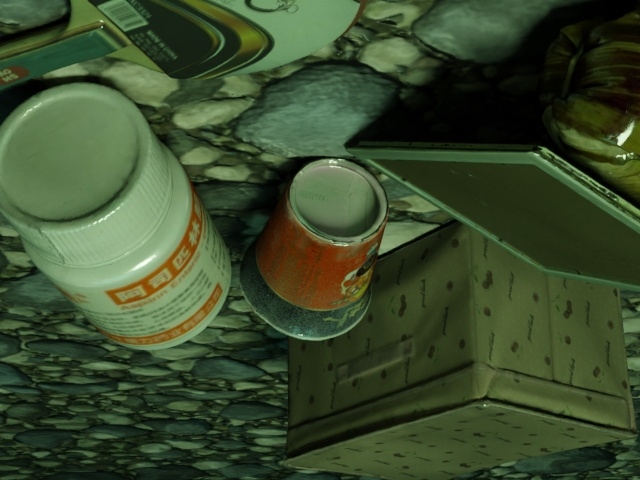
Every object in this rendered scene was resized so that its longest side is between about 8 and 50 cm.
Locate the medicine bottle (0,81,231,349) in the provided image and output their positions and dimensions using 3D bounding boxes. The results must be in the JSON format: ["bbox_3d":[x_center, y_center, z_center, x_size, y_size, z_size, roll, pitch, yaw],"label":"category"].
[{"bbox_3d":[-0.164,-0.013,0.977,0.144,0.145,0.252,-5,154,10],"label":"medicine bottle"}]

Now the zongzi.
[{"bbox_3d":[0.312,-0.046,0.831,0.288,0.134,0.286,15,169,37],"label":"zongzi"}]

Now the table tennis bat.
[{"bbox_3d":[-0.115,-0.151,0.814,0.301,0.022,0.173,-12,153,21],"label":"table tennis bat"}]

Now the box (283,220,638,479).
[{"bbox_3d":[0.134,0.127,1.242,0.225,0.190,0.297,17,152,-35],"label":"box"}]

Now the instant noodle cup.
[{"bbox_3d":[0.002,0.002,1.052,0.127,0.127,0.136,5,146,-12],"label":"instant noodle cup"}]

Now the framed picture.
[{"bbox_3d":[0.168,-0.018,0.908,0.232,0.019,0.296,30,173,-22],"label":"framed picture"}]
